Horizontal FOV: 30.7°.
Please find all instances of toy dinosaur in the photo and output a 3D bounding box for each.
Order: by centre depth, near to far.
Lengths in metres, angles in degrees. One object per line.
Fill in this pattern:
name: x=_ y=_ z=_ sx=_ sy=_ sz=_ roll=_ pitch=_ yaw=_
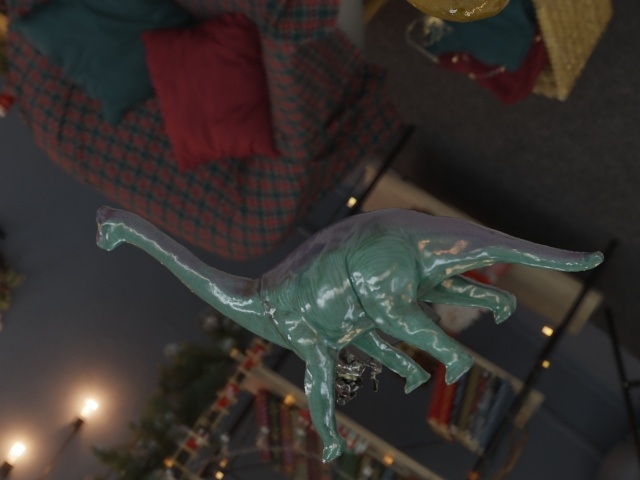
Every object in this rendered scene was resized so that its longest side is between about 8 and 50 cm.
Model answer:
toy dinosaur: x=0.000 y=0.000 z=1.043 sx=0.383 sy=0.129 sz=0.331 roll=-41 pitch=89 yaw=29

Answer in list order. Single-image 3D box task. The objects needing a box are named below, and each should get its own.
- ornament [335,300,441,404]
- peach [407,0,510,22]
ornament: x=0.064 y=0.168 z=1.800 sx=0.166 sy=0.153 sz=0.196 roll=42 pitch=143 yaw=34
peach: x=0.168 y=-0.401 z=1.472 sx=0.251 sy=0.153 sz=0.251 roll=21 pitch=137 yaw=22
